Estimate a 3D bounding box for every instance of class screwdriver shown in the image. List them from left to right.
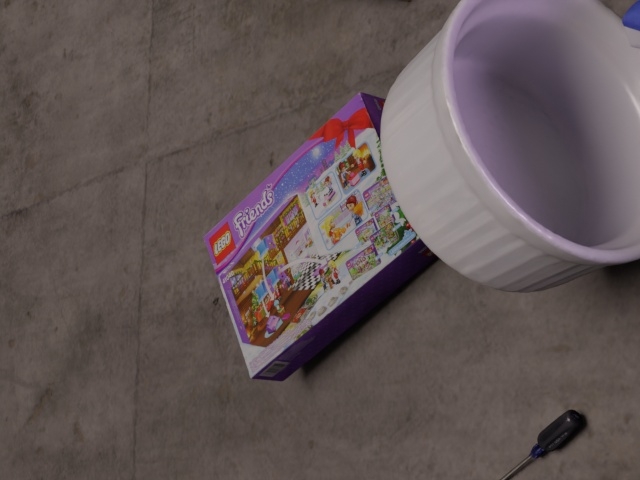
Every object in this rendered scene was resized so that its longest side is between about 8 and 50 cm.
[{"bbox_3d":[0.201,0.216,1.453,0.170,0.025,0.024,-54,44,42],"label":"screwdriver"}]

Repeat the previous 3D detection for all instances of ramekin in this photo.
[{"bbox_3d":[0.187,-0.087,1.339,0.135,0.277,0.277,-36,54,51],"label":"ramekin"}]

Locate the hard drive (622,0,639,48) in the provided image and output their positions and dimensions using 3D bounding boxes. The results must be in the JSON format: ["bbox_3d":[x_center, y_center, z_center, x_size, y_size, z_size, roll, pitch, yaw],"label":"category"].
[{"bbox_3d":[0.419,-0.186,1.150,0.210,0.040,0.319,-40,37,-15],"label":"hard drive"}]

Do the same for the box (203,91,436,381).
[{"bbox_3d":[0.000,0.000,1.686,0.293,0.057,0.201,-41,56,32],"label":"box"}]
